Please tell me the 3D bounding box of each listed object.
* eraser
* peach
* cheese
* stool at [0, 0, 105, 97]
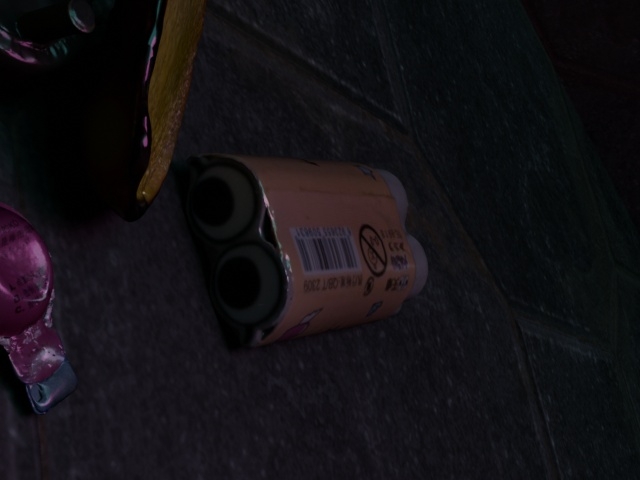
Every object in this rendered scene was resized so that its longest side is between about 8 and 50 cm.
[{"bbox_3d":[0.000,0.000,0.953,0.290,0.087,0.171,-4,76,-61],"label":"eraser"},{"bbox_3d":[-0.131,-0.143,0.756,0.068,0.189,0.279,13,46,-5],"label":"peach"},{"bbox_3d":[-0.190,0.036,0.630,0.095,0.038,0.145,-40,112,-60],"label":"cheese"},{"bbox_3d":[-0.196,-0.178,0.695,0.125,0.121,0.217,60,33,-11],"label":"stool"}]
